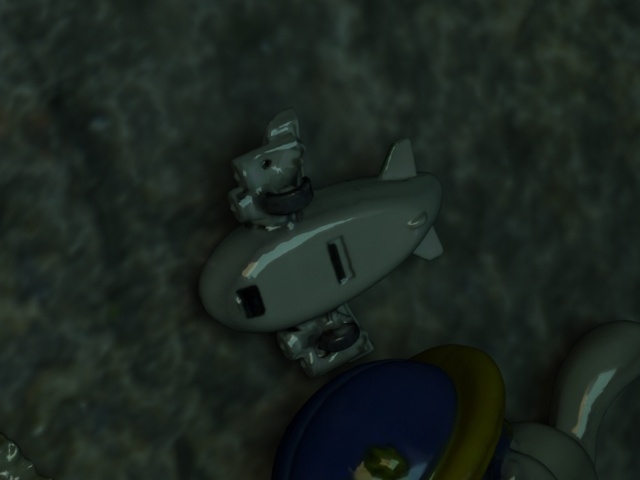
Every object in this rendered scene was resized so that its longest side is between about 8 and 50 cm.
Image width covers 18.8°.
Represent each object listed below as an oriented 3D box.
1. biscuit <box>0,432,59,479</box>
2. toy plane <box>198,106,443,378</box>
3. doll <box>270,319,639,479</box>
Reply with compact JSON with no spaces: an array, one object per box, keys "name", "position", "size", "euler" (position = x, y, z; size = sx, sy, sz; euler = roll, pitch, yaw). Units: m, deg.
[{"name":"biscuit","position":[-0.192,0.219,1.113],"size":[0.179,0.084,0.281],"euler":[-44,100,-13]},{"name":"toy plane","position":[0.001,0.001,1.197],"size":[0.174,0.080,0.174],"euler":[-9,109,-27]},{"name":"doll","position":[0.105,0.144,1.187],"size":[0.242,0.159,0.311],"euler":[42,71,-13]}]
